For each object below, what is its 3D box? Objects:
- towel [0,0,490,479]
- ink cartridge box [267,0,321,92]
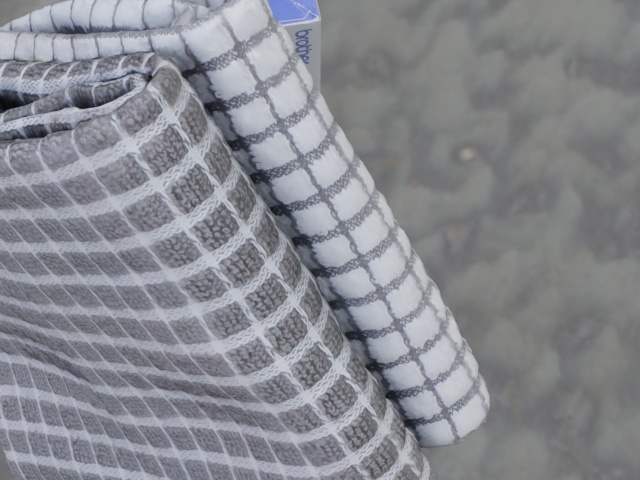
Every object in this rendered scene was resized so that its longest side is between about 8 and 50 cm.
[{"bbox_3d":[-0.091,0.015,0.674,0.283,0.235,0.121,0,43,46],"label":"towel"},{"bbox_3d":[-0.029,-0.104,0.773,0.046,0.207,0.097,-10,71,-4],"label":"ink cartridge box"}]
